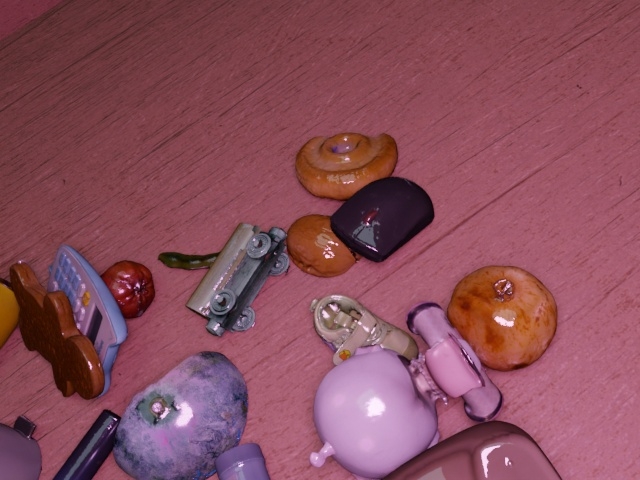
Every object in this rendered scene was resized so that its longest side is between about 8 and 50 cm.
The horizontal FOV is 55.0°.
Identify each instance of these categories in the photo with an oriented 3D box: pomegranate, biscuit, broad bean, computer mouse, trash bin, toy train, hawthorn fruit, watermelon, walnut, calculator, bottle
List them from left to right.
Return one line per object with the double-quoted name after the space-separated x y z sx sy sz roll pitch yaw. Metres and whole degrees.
-0.786 0.491 1.344 0.217 0.262 0.277 19 66 26 "trash bin"
-0.616 0.233 1.469 0.432 0.282 0.064 24 31 39 "biscuit"
-0.591 0.182 1.521 0.386 0.055 0.256 43 121 30 "calculator"
-0.533 0.499 1.377 0.082 0.072 0.244 20 67 32 "bottle"
-0.508 0.124 1.566 0.172 0.148 0.148 -4 57 34 "hawthorn fruit"
-0.284 0.384 1.310 0.188 0.175 0.321 26 71 29 "watermelon"
-0.324 0.046 1.613 0.227 0.039 0.069 -9 64 11 "broad bean"
-0.207 0.080 1.493 0.190 0.126 0.307 24 74 26 "toy train"
-0.002 -0.001 1.515 0.211 0.087 0.167 16 69 25 "walnut"
0.063 -0.199 1.602 0.275 0.091 0.213 -2 45 11 "biscuit"
0.160 -0.072 1.459 0.170 0.100 0.269 34 55 27 "computer mouse"
0.363 0.153 1.236 0.216 0.215 0.215 -8 58 12 "pomegranate"

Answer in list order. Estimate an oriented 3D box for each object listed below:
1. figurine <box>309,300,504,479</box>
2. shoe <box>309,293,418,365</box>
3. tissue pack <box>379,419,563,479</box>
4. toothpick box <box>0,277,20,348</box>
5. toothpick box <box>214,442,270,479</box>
0.142 0.293 1.178 0.361 0.211 0.253 -37 65 16 "figurine"
0.080 0.214 1.349 0.262 0.128 0.140 31 86 33 "shoe"
0.228 0.490 1.038 0.387 0.277 0.267 -33 70 -2 "tissue pack"
-0.898 0.225 1.599 0.175 0.175 0.271 20 63 26 "toothpick box"
-0.145 0.502 1.239 0.101 0.101 0.153 -27 56 0 "toothpick box"
